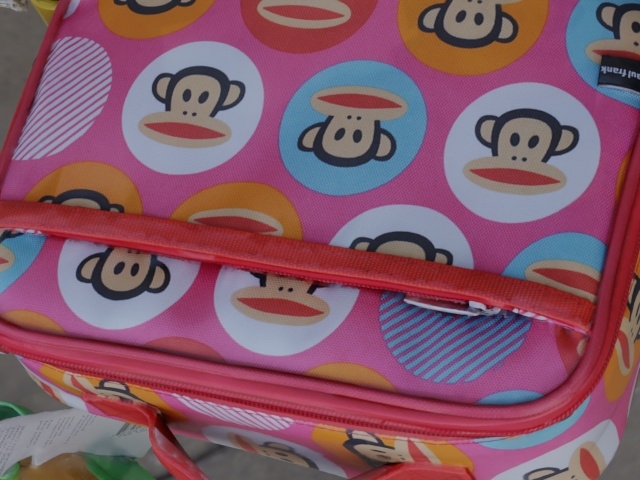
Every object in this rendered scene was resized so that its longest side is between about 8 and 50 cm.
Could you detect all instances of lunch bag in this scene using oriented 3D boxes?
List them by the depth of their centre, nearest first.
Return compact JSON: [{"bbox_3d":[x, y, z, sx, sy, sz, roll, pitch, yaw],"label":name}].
[{"bbox_3d":[0.000,0.000,0.806,0.293,0.120,0.258,8,65,20],"label":"lunch bag"}]

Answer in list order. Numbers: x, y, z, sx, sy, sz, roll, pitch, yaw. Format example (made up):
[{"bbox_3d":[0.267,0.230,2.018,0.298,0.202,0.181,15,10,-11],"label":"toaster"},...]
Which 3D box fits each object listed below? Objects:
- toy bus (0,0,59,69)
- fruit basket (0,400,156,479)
[{"bbox_3d":[-0.131,-0.131,1.290,0.202,0.191,0.104,-25,51,52],"label":"toy bus"},{"bbox_3d":[-0.261,0.236,1.244,0.165,0.353,0.327,39,109,27],"label":"fruit basket"}]
